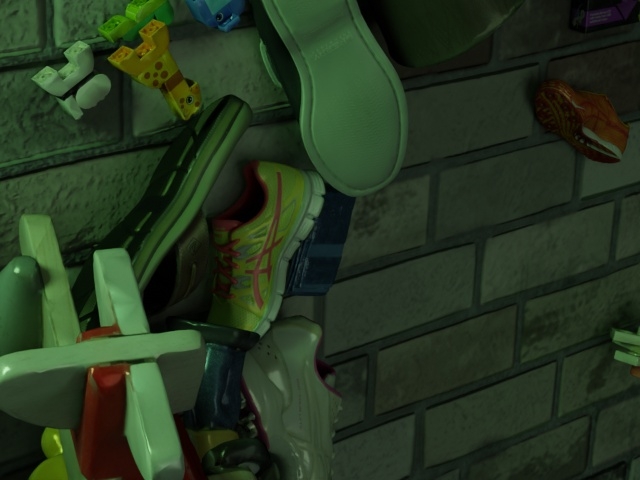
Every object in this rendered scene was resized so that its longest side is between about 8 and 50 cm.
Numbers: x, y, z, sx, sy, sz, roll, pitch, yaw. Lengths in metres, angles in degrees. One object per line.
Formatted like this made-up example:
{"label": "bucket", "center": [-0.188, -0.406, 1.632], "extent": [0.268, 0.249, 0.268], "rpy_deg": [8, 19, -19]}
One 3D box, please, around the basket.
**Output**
{"label": "basket", "center": [0.090, -0.314, 1.527], "extent": [0.204, 0.154, 0.227], "rpy_deg": [-51, 129, -13]}

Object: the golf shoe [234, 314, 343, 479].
{"label": "golf shoe", "center": [-0.019, 0.213, 1.693], "extent": [0.140, 0.115, 0.306], "rpy_deg": [-37, 130, -27]}

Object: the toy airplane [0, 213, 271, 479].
{"label": "toy airplane", "center": [-0.184, 0.187, 1.220], "extent": [0.272, 0.386, 0.384], "rpy_deg": [-18, 101, 0]}

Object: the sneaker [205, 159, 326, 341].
{"label": "sneaker", "center": [-0.078, 0.013, 1.582], "extent": [0.094, 0.081, 0.208], "rpy_deg": [24, 86, -37]}

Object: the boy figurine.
{"label": "boy figurine", "center": [-0.117, 0.218, 1.506], "extent": [0.177, 0.092, 0.285], "rpy_deg": [28, 71, -81]}

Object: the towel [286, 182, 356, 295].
{"label": "towel", "center": [0.000, 0.000, 1.668], "extent": [0.067, 0.029, 0.119], "rpy_deg": [3, 107, -42]}

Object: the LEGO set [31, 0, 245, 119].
{"label": "LEGO set", "center": [-0.133, -0.169, 1.439], "extent": [0.227, 0.087, 0.093], "rpy_deg": [-42, 130, -17]}

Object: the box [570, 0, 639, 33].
{"label": "box", "center": [0.337, -0.322, 1.813], "extent": [0.116, 0.029, 0.162], "rpy_deg": [-17, 118, -35]}

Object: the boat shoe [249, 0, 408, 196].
{"label": "boat shoe", "center": [0.004, -0.179, 1.548], "extent": [0.114, 0.091, 0.302], "rpy_deg": [-23, 127, -8]}

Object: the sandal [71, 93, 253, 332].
{"label": "sandal", "center": [-0.138, 0.005, 1.480], "extent": [0.086, 0.120, 0.302], "rpy_deg": [37, 82, -25]}

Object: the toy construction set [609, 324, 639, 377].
{"label": "toy construction set", "center": [0.501, 0.038, 2.031], "extent": [0.327, 0.151, 0.215], "rpy_deg": [-64, 159, 12]}

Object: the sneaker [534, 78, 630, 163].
{"label": "sneaker", "center": [0.300, -0.149, 1.849], "extent": [0.175, 0.064, 0.067], "rpy_deg": [33, 66, -49]}
